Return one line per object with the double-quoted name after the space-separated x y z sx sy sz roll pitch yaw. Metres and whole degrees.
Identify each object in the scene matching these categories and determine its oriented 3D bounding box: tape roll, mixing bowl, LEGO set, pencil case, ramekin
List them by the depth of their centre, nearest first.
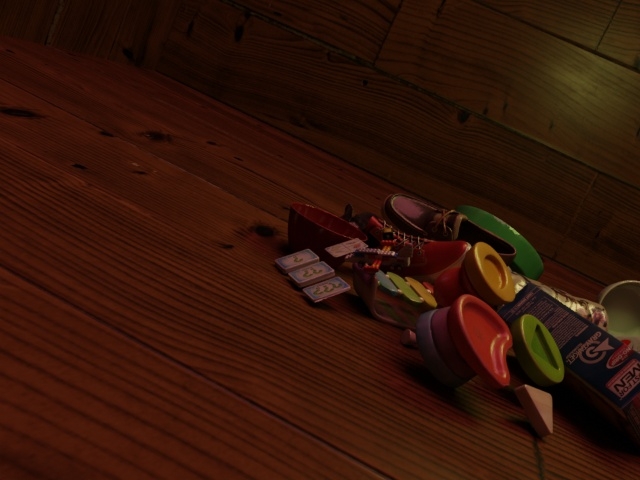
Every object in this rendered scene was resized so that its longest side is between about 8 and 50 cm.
0.055 0.025 1.340 0.244 0.060 0.182 -17 27 -20 "LEGO set"
0.000 0.000 1.523 0.181 0.098 0.181 23 13 -6 "mixing bowl"
0.461 0.153 1.629 0.410 0.159 0.183 23 13 -6 "pencil case"
0.507 0.029 2.116 0.321 0.077 0.321 38 -11 9 "tape roll"
0.966 0.225 2.235 0.207 0.207 0.109 26 4 5 "ramekin"

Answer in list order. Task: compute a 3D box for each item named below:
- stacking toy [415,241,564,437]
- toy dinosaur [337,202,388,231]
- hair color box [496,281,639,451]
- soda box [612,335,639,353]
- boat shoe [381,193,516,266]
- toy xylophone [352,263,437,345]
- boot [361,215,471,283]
0.281 0.185 1.223 0.279 0.130 0.309 52 33 -7 "stacking toy"
0.136 -0.020 1.803 0.314 0.121 0.160 4 44 -53 "toy dinosaur"
0.506 0.235 1.356 0.174 0.105 0.347 51 -4 -33 "hair color box"
0.769 0.275 1.680 0.069 0.074 0.216 39 -24 -25 "soda box"
0.313 -0.030 1.711 0.342 0.123 0.123 32 57 4 "boat shoe"
0.212 0.141 1.386 0.323 0.081 0.236 18 15 -29 "toy xylophone"
0.194 0.008 1.537 0.244 0.088 0.176 -17 -60 46 "boot"
